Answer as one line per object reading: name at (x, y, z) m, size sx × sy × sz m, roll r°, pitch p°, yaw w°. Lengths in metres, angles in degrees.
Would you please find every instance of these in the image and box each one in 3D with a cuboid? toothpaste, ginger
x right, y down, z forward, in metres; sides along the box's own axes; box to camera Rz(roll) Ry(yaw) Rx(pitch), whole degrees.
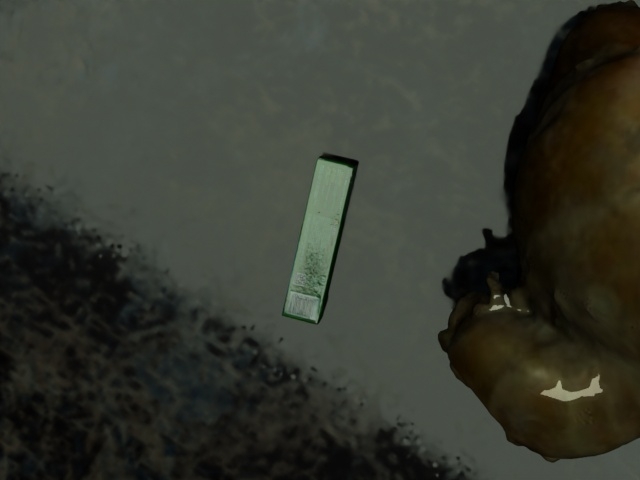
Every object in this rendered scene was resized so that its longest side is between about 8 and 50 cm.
toothpaste at (0.000, 0.000, 0.820) m, size 0.020 × 0.017 × 0.083 m, roll 14°, pitch 98°, yaw 6°
ginger at (0.223, -0.031, 0.727) m, size 0.375 × 0.176 × 0.256 m, roll -28°, pitch 77°, yaw 10°
